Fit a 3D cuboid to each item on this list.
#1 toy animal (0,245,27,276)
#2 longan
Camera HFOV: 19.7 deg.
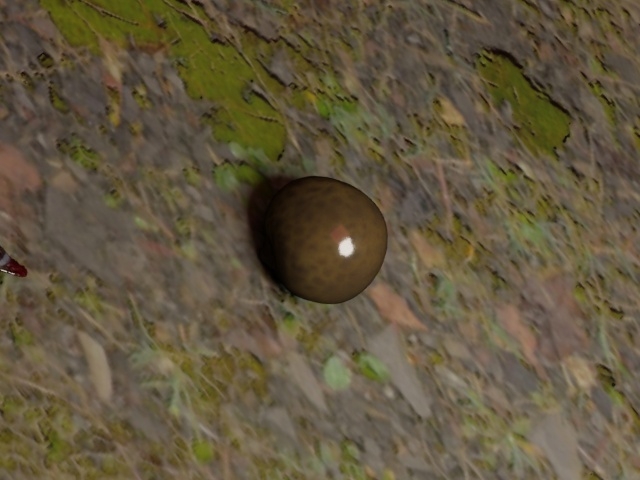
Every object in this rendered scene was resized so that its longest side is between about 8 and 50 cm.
[{"bbox_3d":[-0.308,-0.035,1.426,0.202,0.070,0.105,39,44,-2],"label":"toy animal"},{"bbox_3d":[0.000,0.000,1.526,0.113,0.092,0.113,1,93,18],"label":"longan"}]
